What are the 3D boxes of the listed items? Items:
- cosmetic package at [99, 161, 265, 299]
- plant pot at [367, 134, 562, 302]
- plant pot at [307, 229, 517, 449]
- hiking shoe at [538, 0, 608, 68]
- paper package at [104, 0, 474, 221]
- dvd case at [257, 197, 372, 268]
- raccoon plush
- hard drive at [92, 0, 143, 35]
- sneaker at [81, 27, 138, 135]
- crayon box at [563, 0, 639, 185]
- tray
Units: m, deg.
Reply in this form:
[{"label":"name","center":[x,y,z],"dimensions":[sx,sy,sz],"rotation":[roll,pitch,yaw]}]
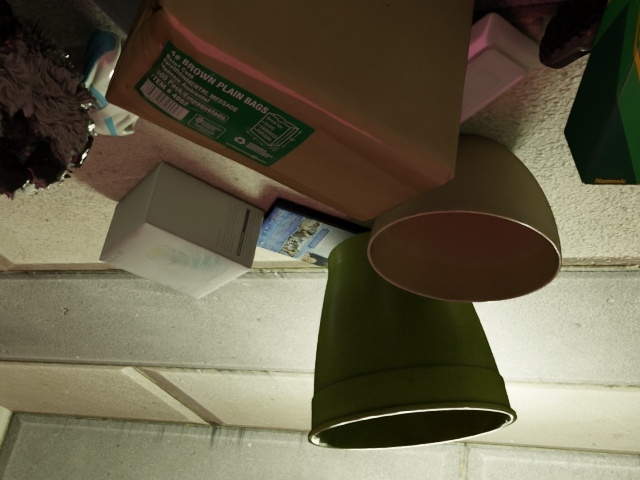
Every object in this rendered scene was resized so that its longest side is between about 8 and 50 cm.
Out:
[{"label":"cosmetic package","center":[-0.268,-0.009,1.420],"dimensions":[0.225,0.138,0.224],"rotation":[27,147,-26]},{"label":"plant pot","center":[0.223,-0.050,1.139],"dimensions":[0.284,0.190,0.284],"rotation":[7,152,4]},{"label":"plant pot","center":[0.147,0.176,1.367],"dimensions":[0.367,0.352,0.366],"rotation":[-4,156,-2]},{"label":"hiking shoe","center":[0.360,-0.250,0.844],"dimensions":[0.114,0.086,0.227],"rotation":[29,145,-25]},{"label":"paper package","center":[-0.011,-0.220,0.780],"dimensions":[0.325,0.309,0.168],"rotation":[26,147,-23]},{"label":"dvd case","center":[0.000,0.000,1.474],"dimensions":[0.253,0.022,0.180],"rotation":[18,149,-15]},{"label":"raccoon plush","center":[-0.450,-0.264,1.041],"dimensions":[0.216,0.446,0.299],"rotation":[-5,-157,-28]},{"label":"hard drive","center":[-0.184,-0.276,0.941],"dimensions":[0.172,0.054,0.255],"rotation":[14,163,34]},{"label":"sneaker","center":[-0.307,-0.232,1.096],"dimensions":[0.092,0.087,0.228],"rotation":[9,159,-16]},{"label":"crayon box","center":[0.479,-0.200,0.760],"dimensions":[0.363,0.106,0.313],"rotation":[0,139,-2]},{"label":"tray","center":[0.161,-0.183,0.983],"dimensions":[0.145,0.030,0.270],"rotation":[16,140,-44]}]
